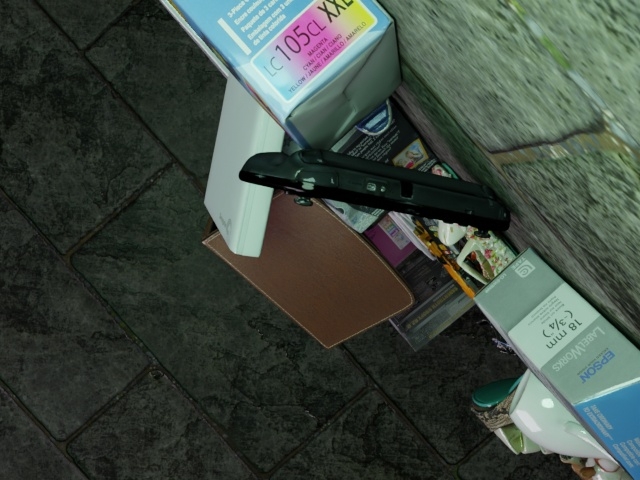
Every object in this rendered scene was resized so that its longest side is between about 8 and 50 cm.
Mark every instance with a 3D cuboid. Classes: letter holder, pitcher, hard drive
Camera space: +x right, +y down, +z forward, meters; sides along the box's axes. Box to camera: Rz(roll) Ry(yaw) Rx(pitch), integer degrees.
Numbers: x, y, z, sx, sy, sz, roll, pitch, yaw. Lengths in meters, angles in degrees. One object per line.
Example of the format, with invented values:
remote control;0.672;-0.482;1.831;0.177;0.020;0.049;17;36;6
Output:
letter holder;0.000;0.000;1.628;0.302;0.214;0.152;42;-144;-25
pitcher;0.384;0.266;1.456;0.207;0.125;0.178;24;-170;6
hard drive;-0.094;-0.183;1.411;0.047;0.353;0.233;6;-162;-19

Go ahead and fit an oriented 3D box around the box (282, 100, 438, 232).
box;0.025;-0.157;1.487;0.142;0.163;0.247;45;-176;-40

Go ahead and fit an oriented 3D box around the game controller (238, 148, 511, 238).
game controller;0.067;-0.051;1.164;0.319;0.067;0.166;10;174;-35

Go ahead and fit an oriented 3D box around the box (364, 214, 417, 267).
box;0.152;-0.009;2.234;0.117;0.213;0.243;48;-178;3

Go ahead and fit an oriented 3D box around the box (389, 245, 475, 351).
box;0.246;0.110;2.230;0.056;0.231;0.183;52;179;-41

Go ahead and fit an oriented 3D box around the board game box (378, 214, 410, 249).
board game box;0.105;-0.053;1.899;0.103;0.026;0.154;50;-177;36

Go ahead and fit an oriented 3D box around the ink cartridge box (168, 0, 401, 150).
ink cartridge box;-0.096;-0.292;1.085;0.395;0.151;0.270;50;-178;8

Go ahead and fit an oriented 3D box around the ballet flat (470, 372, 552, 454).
ballet flat;0.443;0.367;2.136;0.483;0.164;0.182;120;128;-73

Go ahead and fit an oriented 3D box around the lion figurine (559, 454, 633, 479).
lion figurine;0.648;0.501;2.086;0.240;0.142;0.392;39;-176;-44

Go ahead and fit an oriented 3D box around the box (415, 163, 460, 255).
box;0.174;-0.051;1.496;0.137;0.027;0.094;47;-136;-47

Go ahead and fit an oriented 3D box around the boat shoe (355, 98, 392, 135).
boat shoe;0.041;-0.215;1.337;0.183;0.066;0.066;59;-171;13

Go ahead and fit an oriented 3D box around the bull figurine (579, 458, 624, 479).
bull figurine;0.438;0.283;1.690;0.310;0.101;0.188;53;-164;-46

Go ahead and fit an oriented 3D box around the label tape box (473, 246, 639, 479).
label tape box;0.357;0.187;1.240;0.240;0.106;0.333;46;-177;-40

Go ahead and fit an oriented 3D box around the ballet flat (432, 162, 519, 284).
ballet flat;0.218;-0.002;1.443;0.241;0.077;0.091;49;-178;-21

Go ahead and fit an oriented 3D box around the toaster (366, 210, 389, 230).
toaster;0.079;-0.118;1.702;0.129;0.146;0.227;51;-178;33

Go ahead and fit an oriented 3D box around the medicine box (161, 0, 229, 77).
medicine box;-0.157;-0.387;1.757;0.289;0.149;0.263;48;-178;-16

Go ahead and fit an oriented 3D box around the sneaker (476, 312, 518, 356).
sneaker;0.440;0.227;2.209;0.232;0.090;0.081;50;-179;34

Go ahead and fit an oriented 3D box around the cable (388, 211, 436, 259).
cable;0.165;-0.078;1.935;0.257;0.089;0.257;48;-177;-1

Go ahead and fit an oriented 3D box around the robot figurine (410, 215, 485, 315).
robot figurine;0.271;0.050;1.746;0.291;0.085;0.211;47;-178;-19
